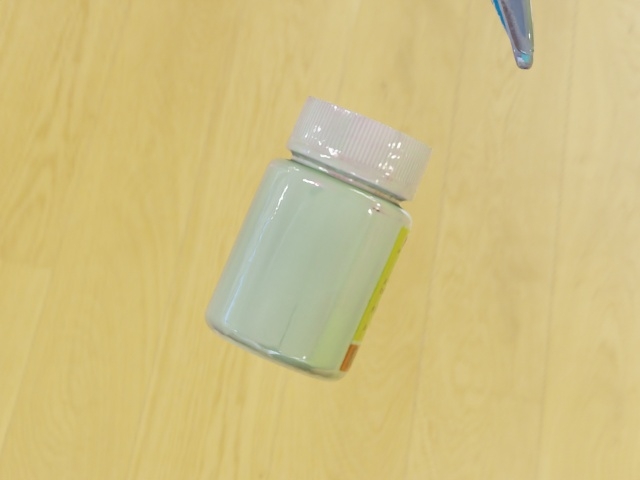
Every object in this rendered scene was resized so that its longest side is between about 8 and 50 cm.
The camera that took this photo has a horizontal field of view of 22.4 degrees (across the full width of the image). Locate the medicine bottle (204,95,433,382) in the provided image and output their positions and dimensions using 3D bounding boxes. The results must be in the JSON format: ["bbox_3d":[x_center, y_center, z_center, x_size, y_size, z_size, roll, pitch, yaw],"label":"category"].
[{"bbox_3d":[0.000,0.000,1.413,0.139,0.139,0.225,23,92,5],"label":"medicine bottle"}]

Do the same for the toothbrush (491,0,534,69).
[{"bbox_3d":[0.052,-0.262,0.730,0.042,0.035,0.413,-8,70,-1],"label":"toothbrush"}]
